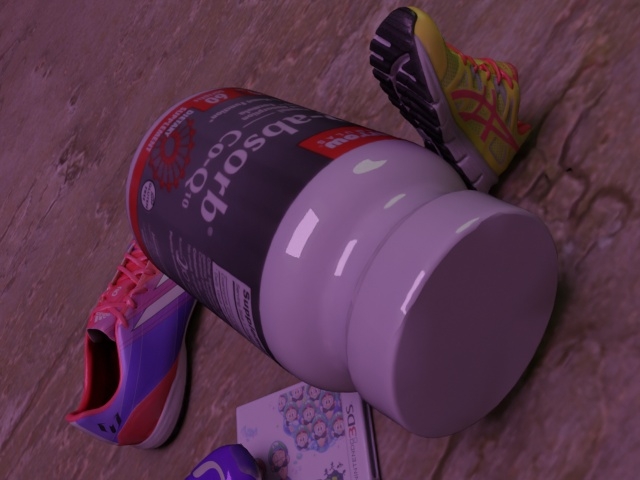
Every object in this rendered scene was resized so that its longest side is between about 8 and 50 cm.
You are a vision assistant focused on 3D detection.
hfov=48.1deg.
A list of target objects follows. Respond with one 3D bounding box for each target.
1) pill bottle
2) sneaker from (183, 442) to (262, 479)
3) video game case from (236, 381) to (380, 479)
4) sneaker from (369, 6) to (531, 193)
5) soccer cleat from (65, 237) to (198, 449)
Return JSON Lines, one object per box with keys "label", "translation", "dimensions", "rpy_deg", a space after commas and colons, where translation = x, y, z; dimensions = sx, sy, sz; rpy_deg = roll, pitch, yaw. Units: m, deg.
{"label": "pill bottle", "translation": [0.000, 0.000, 0.614], "dimensions": [0.363, 0.210, 0.210], "rpy_deg": [28, 90, 46]}
{"label": "sneaker", "translation": [-0.161, 0.307, 0.639], "dimensions": [0.293, 0.146, 0.102], "rpy_deg": [-59, 41, 13]}
{"label": "video game case", "translation": [-0.017, 0.203, 0.666], "dimensions": [0.157, 0.019, 0.143], "rpy_deg": [-28, 53, 31]}
{"label": "sneaker", "translation": [0.114, -0.124, 0.583], "dimensions": [0.094, 0.208, 0.081], "rpy_deg": [-43, 51, 2]}
{"label": "soccer cleat", "translation": [-0.210, 0.075, 0.835], "dimensions": [0.109, 0.116, 0.318], "rpy_deg": [-14, 61, 37]}
